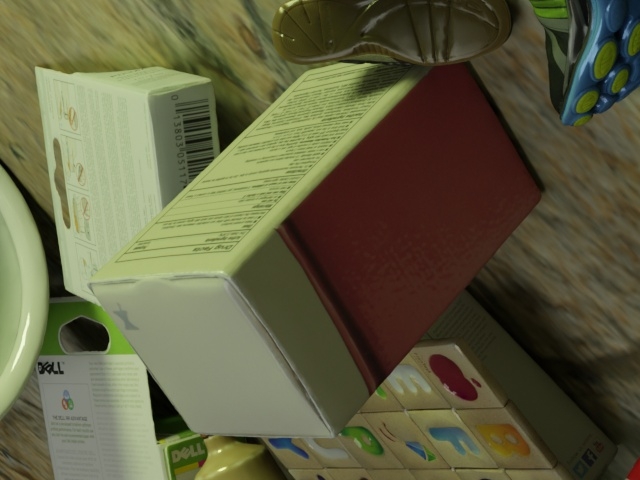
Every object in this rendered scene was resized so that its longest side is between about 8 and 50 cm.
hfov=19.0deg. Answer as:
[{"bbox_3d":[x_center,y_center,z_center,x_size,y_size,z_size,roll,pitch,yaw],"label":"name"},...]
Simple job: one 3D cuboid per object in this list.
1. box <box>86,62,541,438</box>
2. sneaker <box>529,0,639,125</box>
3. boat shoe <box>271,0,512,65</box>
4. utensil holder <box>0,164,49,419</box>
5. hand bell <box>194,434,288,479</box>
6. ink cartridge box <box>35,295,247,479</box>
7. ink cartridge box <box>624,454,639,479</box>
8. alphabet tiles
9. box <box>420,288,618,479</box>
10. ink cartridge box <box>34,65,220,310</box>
[{"bbox_3d":[0.000,0.000,1.178,0.148,0.232,0.127,-5,125,51],"label":"box"},{"bbox_3d":[0.140,-0.141,1.029,0.078,0.067,0.188,45,158,40],"label":"sneaker"},{"bbox_3d":[0.047,-0.132,1.145,0.152,0.049,0.056,3,101,26],"label":"boat shoe"},{"bbox_3d":[-0.459,0.079,1.701,0.327,0.327,0.385,47,149,-8],"label":"utensil holder"},{"bbox_3d":[-0.093,0.148,1.593,0.126,0.126,0.242,-27,88,57],"label":"hand bell"},{"bbox_3d":[-0.159,0.167,1.706,0.189,0.097,0.255,-4,96,51],"label":"ink cartridge box"},{"bbox_3d":[0.238,0.233,1.252,0.134,0.231,0.078,35,-178,30],"label":"ink cartridge box"},{"bbox_3d":[0.049,0.145,1.399,0.285,0.011,0.342,52,151,-17],"label":"alphabet tiles"},{"bbox_3d":[0.037,0.083,1.407,0.322,0.058,0.232,47,149,-4],"label":"box"},{"bbox_3d":[-0.138,-0.034,1.413,0.232,0.066,0.189,-156,58,-64],"label":"ink cartridge box"}]
